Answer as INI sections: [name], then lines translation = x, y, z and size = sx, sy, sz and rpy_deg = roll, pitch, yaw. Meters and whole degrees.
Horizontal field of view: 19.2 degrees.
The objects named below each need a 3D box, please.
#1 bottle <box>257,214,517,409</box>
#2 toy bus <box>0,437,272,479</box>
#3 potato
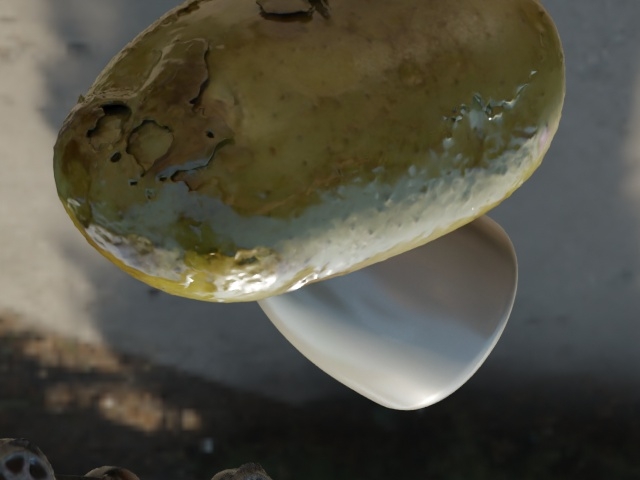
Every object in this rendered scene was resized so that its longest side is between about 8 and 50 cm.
[bottle]
translation = 0.000, 0.000, 1.235
size = 0.236, 0.147, 0.147
rpy_deg = 32, 139, -27
[toy bus]
translation = -0.071, 0.095, 0.505
size = 0.065, 0.077, 0.192
rpy_deg = -6, 167, 38
[potato]
translation = -0.002, -0.040, 0.600
size = 0.171, 0.107, 0.080
rpy_deg = -16, 158, -18
